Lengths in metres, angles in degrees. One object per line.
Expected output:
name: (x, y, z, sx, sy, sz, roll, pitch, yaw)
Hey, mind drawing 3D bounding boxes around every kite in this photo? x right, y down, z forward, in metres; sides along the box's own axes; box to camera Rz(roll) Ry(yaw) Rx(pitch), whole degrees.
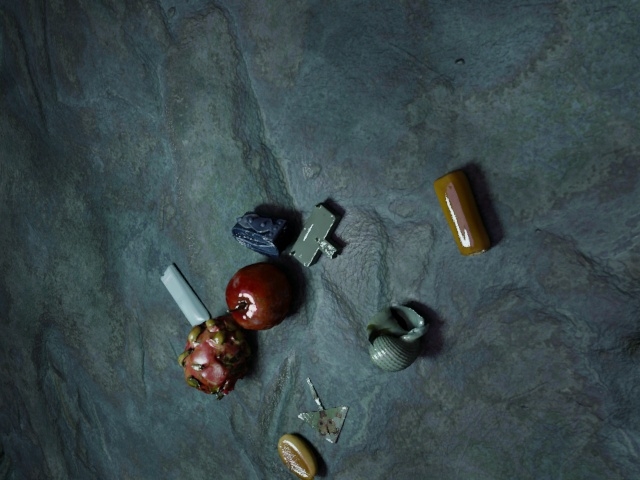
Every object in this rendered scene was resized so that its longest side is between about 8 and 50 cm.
kite: (0.005, 0.606, 1.741, 0.229, 0.012, 0.250, -25, 85, 30)

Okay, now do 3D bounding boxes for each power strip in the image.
power strip: (0.000, 0.000, 1.592, 0.145, 0.061, 0.215, 40, 119, 21)

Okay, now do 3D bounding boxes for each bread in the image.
bread: (-0.079, 0.795, 1.797, 0.189, 0.077, 0.114, 42, 99, 20)
bread: (0.384, -0.070, 1.323, 0.092, 0.074, 0.239, -22, 88, 29)

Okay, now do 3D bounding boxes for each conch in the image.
conch: (0.230, 0.299, 1.465, 0.200, 0.131, 0.172, -26, 56, -4)

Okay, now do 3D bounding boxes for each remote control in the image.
remote control: (-0.564, 0.238, 2.011, 0.293, 0.051, 0.103, 52, 122, 15)

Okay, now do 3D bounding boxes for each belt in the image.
belt: (-0.192, -0.032, 1.680, 0.218, 0.128, 0.122, 17, 146, 31)

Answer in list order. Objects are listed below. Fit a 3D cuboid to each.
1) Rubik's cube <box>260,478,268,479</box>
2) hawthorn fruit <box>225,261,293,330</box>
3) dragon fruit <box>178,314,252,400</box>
Rubik's cube: (-0.216, 1.010, 1.916, 0.092, 0.092, 0.092, -11, 94, 35)
hawthorn fruit: (-0.226, 0.200, 1.654, 0.242, 0.272, 0.242, 3, 97, 23)
dragon fruit: (-0.395, 0.416, 1.820, 0.250, 0.269, 0.291, 19, 113, 18)
